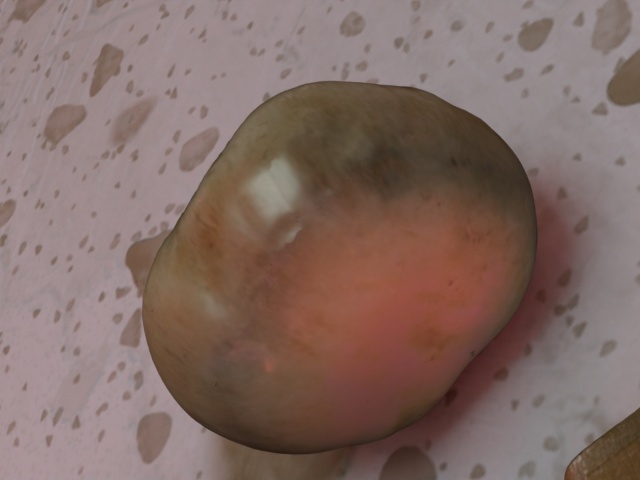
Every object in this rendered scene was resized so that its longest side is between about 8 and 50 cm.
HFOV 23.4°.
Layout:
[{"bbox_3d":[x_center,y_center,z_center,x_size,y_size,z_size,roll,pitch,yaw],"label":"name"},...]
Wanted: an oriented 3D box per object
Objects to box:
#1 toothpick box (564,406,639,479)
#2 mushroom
[{"bbox_3d":[0.238,0.201,0.647,0.190,0.187,0.308,-43,37,20],"label":"toothpick box"},{"bbox_3d":[0.000,0.000,0.993,0.260,0.254,0.234,-21,44,-20],"label":"mushroom"}]
